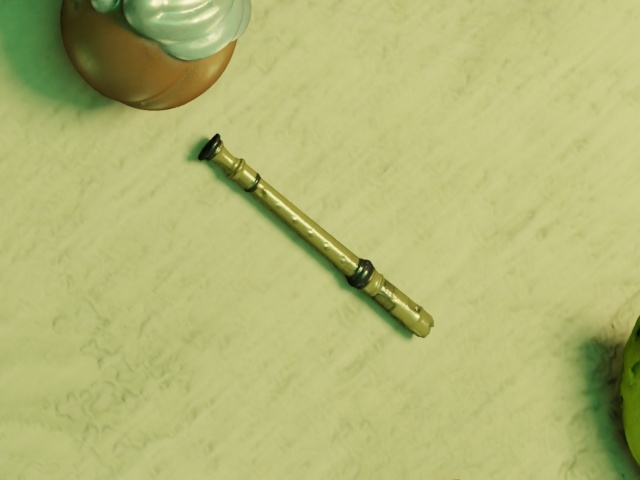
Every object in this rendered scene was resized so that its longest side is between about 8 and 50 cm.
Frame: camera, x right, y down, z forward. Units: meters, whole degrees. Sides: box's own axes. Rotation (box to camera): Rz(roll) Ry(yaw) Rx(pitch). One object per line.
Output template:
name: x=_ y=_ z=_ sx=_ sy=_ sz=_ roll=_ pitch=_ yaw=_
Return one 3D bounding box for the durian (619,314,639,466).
durian: x=0.310 y=0.148 z=1.497 sx=0.101 sy=0.139 sz=0.250 roll=-34 pitch=103 yaw=-25

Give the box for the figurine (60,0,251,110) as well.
figurine: x=-0.064 y=-0.308 z=1.314 sx=0.277 sy=0.248 sz=0.388 roll=48 pitch=64 yaw=-12

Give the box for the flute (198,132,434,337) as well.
flute: x=0.000 y=0.000 z=1.430 sx=0.233 sy=0.027 sz=0.027 roll=40 pitch=75 yaw=-18
